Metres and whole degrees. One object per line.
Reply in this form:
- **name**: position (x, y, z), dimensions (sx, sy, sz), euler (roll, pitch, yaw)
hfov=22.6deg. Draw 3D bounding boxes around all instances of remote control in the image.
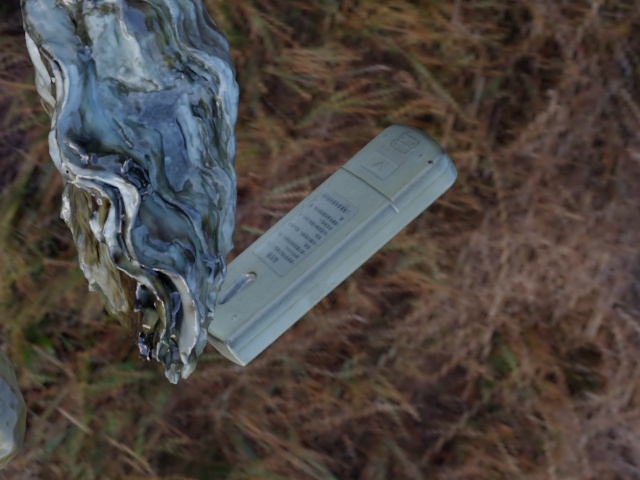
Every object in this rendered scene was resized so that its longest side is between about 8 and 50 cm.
- **remote control**: position (0.000, 0.000, 1.241), dimensions (0.233, 0.098, 0.038), euler (-40, 120, -8)

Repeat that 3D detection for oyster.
- **oyster**: position (-0.060, -0.038, 0.510), dimensions (0.064, 0.125, 0.177), euler (-9, 71, -13)

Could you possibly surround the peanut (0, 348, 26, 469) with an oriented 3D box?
- **peanut**: position (-0.352, 0.113, 1.535), dimensions (0.111, 0.125, 0.274), euler (-6, 132, 1)
